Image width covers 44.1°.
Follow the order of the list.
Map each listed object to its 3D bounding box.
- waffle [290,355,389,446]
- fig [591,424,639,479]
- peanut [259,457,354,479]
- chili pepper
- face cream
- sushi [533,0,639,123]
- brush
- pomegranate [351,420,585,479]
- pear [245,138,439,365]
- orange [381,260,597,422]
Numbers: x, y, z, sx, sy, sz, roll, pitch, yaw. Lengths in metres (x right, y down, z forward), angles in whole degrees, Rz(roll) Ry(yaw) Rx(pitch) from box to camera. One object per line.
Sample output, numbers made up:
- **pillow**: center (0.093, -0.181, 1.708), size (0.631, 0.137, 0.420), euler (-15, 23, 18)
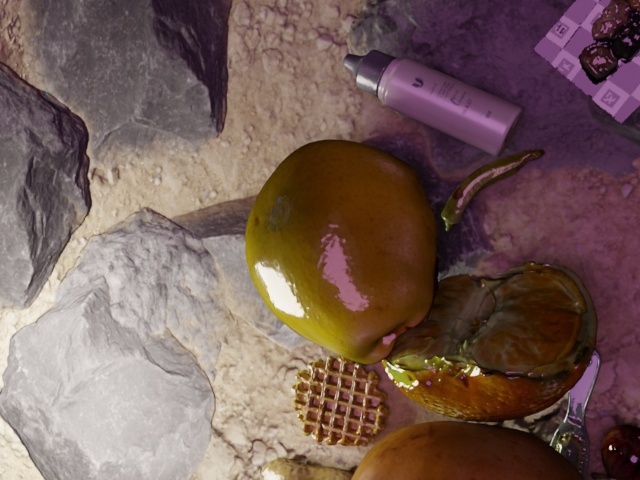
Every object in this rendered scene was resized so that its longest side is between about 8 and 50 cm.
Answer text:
- **waffle**: center (0.033, 0.294, 1.437), size (0.191, 0.038, 0.191), euler (2, 95, 21)
- **fig**: center (0.483, 0.355, 1.261), size (0.089, 0.089, 0.125), euler (29, 129, 16)
- **peanut**: center (-0.015, 0.455, 1.447), size (0.214, 0.099, 0.099), euler (2, 96, 15)
- **chili pepper**: center (0.273, -0.097, 1.313), size (0.208, 0.043, 0.049), euler (-42, 68, 18)
- **face cream**: center (0.174, -0.241, 1.310), size (0.312, 0.092, 0.092), euler (27, 103, 17)
- **sushi**: center (0.470, -0.321, 1.214), size (0.192, 0.050, 0.215), euler (44, 108, 12)
- **brush**: center (0.408, 0.318, 1.288), size (0.068, 0.060, 0.296), euler (10, 98, 22)
- **pomegranate**: center (0.221, 0.467, 1.180), size (0.417, 0.417, 0.416), euler (2, 95, 20)
- **pear**: center (0.000, 0.000, 1.257), size (0.340, 0.191, 0.386), euler (-50, 44, 22)
- **orange**: center (0.267, 0.158, 1.228), size (0.335, 0.262, 0.196), euler (-17, 131, 35)
